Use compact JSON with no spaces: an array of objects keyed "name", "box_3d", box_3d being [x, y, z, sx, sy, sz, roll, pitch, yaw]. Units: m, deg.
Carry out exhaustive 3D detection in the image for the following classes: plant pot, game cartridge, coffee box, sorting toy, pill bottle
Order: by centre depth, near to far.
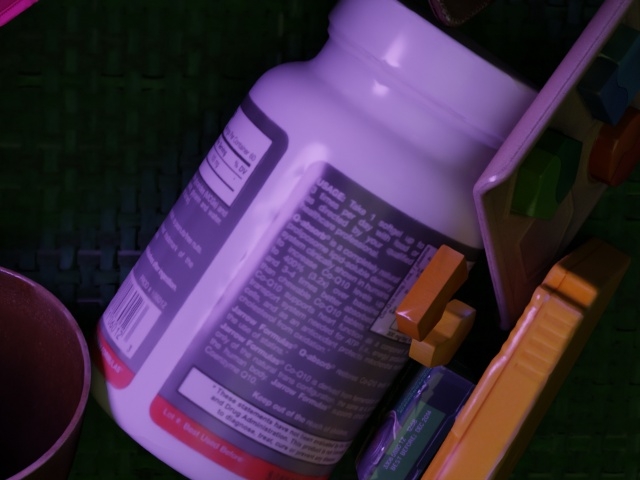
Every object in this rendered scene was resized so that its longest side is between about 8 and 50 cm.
[{"name":"sorting toy","box_3d":[0.160,-0.023,1.408,0.041,0.229,0.307,28,68,21]},{"name":"pill bottle","box_3d":[0.000,0.000,1.444,0.210,0.210,0.363,32,100,-14]},{"name":"plant pot","box_3d":[-0.277,0.169,1.453,0.215,0.215,0.230,-1,139,-7]},{"name":"game cartridge","box_3d":[0.124,0.151,1.471,0.053,0.285,0.323,29,100,10]},{"name":"coffee box","box_3d":[0.064,0.119,1.500,0.040,0.184,0.113,31,101,-11]}]

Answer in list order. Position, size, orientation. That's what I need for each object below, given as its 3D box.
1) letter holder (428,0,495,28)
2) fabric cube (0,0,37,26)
[{"name":"letter holder","box_3d":[0.137,-0.322,1.342,0.152,0.214,0.301,-7,110,39]},{"name":"fabric cube","box_3d":[-0.240,-0.307,1.266,0.258,0.254,0.259,40,71,-15]}]
